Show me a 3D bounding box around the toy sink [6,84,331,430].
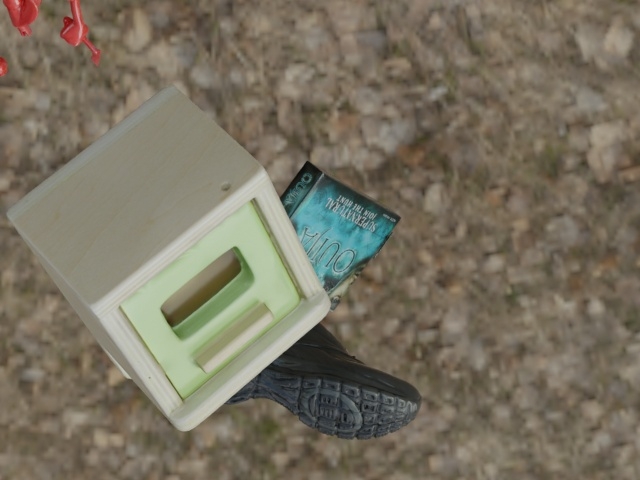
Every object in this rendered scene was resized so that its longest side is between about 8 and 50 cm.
[{"bbox_3d":[-0.095,0.032,1.180,0.153,0.131,0.234,-39,144,-12],"label":"toy sink"}]

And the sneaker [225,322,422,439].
[{"bbox_3d":[-0.023,0.126,1.769,0.286,0.130,0.109,18,140,-1],"label":"sneaker"}]

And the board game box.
[{"bbox_3d":[0.000,0.000,1.614,0.126,0.026,0.186,-54,150,6],"label":"board game box"}]

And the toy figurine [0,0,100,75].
[{"bbox_3d":[-0.362,-0.287,1.541,0.363,0.217,0.191,-5,136,20],"label":"toy figurine"}]
